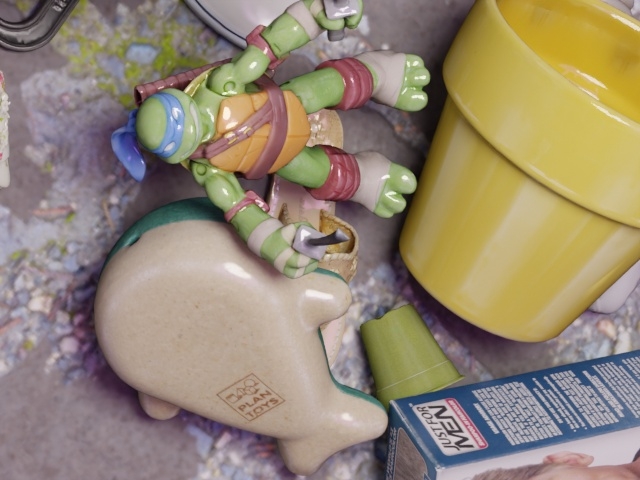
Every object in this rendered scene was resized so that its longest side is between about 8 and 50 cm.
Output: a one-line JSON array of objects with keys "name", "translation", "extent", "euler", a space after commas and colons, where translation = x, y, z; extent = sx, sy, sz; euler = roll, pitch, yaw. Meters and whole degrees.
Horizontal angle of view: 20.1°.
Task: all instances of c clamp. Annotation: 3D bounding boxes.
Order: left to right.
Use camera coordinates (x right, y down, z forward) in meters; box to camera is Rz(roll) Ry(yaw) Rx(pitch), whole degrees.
[{"name": "c clamp", "translation": [-0.247, -0.242, 1.476], "extent": [0.137, 0.022, 0.161], "euler": [31, 79, -22]}]

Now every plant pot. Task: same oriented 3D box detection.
[{"name": "plant pot", "translation": [0.072, 0.099, 1.565], "extent": [0.083, 0.083, 0.079], "euler": [-23, 86, -18]}, {"name": "plant pot", "translation": [0.189, -0.055, 1.499], "extent": [0.254, 0.254, 0.239], "euler": [22, 118, -18]}]

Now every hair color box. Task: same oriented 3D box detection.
[{"name": "hair color box", "translation": [0.231, 0.201, 1.566], "extent": [0.347, 0.105, 0.174], "euler": [-10, 124, -19]}]

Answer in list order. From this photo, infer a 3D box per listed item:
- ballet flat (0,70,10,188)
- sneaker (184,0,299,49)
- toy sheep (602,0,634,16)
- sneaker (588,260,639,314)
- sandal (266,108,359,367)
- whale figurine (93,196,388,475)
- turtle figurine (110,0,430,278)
[{"name": "ballet flat", "translation": [-0.292, -0.033, 1.440], "extent": [0.077, 0.091, 0.241], "euler": [20, 88, -49]}, {"name": "sneaker", "translation": [-0.093, -0.264, 1.489], "extent": [0.094, 0.091, 0.258], "euler": [-40, 103, -15]}, {"name": "toy sheep", "translation": [0.235, -0.204, 1.612], "extent": [0.091, 0.091, 0.132], "euler": [17, 86, -19]}, {"name": "sneaker", "translation": [0.324, -0.019, 1.644], "extent": [0.115, 0.090, 0.232], "euler": [37, 80, -20]}, {"name": "sandal", "translation": [-0.006, 0.000, 1.529], "extent": [0.088, 0.079, 0.240], "euler": [1, 90, -19]}, {"name": "whale figurine", "translation": [-0.061, 0.075, 1.485], "extent": [0.216, 0.141, 0.272], "euler": [-34, 119, 24]}, {"name": "turtle figurine", "translation": [0.010, -0.079, 1.371], "extent": [0.266, 0.274, 0.198], "euler": [-5, 74, -55]}]
